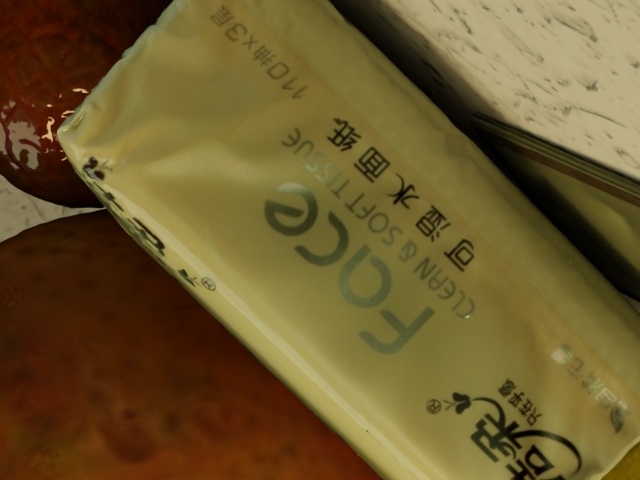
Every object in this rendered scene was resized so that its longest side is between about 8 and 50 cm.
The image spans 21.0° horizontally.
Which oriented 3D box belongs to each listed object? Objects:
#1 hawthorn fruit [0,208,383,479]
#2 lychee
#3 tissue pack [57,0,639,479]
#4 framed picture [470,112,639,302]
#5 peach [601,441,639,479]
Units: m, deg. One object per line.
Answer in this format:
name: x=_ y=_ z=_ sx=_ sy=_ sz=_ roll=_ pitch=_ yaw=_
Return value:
hawthorn fruit: x=-0.161 y=0.196 z=1.475 sx=0.472 sy=0.472 sz=0.472 roll=43 pitch=174 yaw=6
lychee: x=-0.192 y=-0.145 z=1.493 sx=0.300 sy=0.255 sz=0.255 roll=-8 pitch=141 yaw=33
tissue pack: x=0.024 y=0.007 z=1.201 sx=0.405 sy=0.205 sz=0.332 roll=44 pitch=176 yaw=-4
framed picture: x=0.194 y=0.006 z=1.045 sx=0.173 sy=0.010 sz=0.231 roll=47 pitch=173 yaw=-31
peach: x=0.314 y=0.325 z=1.418 sx=0.306 sy=0.242 sz=0.380 roll=45 pitch=175 yaw=26
